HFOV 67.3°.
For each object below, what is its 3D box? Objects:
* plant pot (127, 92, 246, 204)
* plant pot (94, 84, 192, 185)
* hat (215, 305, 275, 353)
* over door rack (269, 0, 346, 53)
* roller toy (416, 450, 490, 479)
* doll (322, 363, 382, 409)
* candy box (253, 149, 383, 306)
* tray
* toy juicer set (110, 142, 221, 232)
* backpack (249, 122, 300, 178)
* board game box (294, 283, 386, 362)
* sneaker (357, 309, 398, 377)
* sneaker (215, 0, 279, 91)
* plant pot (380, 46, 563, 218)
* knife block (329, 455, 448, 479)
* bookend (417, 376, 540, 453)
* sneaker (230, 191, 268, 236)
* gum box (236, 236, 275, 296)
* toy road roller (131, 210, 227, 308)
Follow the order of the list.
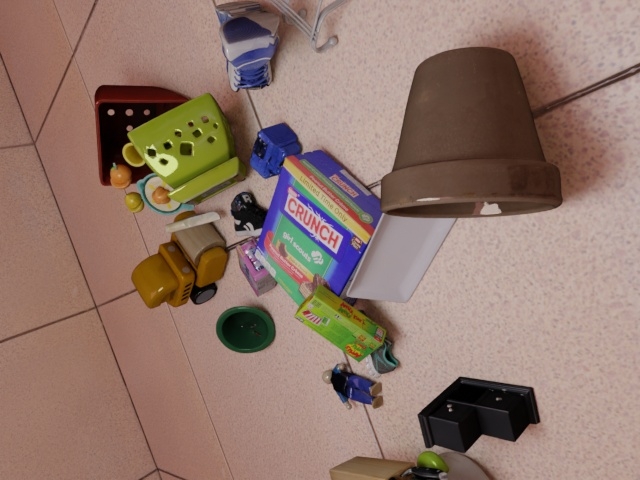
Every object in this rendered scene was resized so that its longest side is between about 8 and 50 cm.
[{"bbox_3d":[-0.319,-0.217,1.243,0.207,0.228,0.227,61,178,-3],"label":"plant pot"},{"bbox_3d":[-0.570,-0.352,1.495,0.236,0.267,0.267,49,137,40],"label":"plant pot"},{"bbox_3d":[-0.237,0.242,1.543,0.208,0.183,0.173,-8,112,7],"label":"hat"},{"bbox_3d":[-0.032,-0.558,0.897,0.239,0.108,0.324,49,156,22],"label":"over door rack"},{"bbox_3d":[0.276,0.563,1.022,0.191,0.146,0.209,45,132,41],"label":"roller toy"},{"bbox_3d":[0.073,0.379,1.243,0.189,0.046,0.129,8,111,45],"label":"doll"},{"bbox_3d":[0.000,0.000,1.105,0.268,0.122,0.317,45,133,23],"label":"candy box"},{"bbox_3d":[0.155,0.021,0.957,0.030,0.145,0.270,-101,24,-47],"label":"tray"},{"bbox_3d":[-0.480,-0.117,1.407,0.209,0.089,0.329,-34,110,25],"label":"toy juicer set"},{"bbox_3d":[-0.114,-0.205,1.164,0.101,0.098,0.120,49,135,17],"label":"backpack"},{"bbox_3d":[0.043,0.183,1.054,0.181,0.043,0.092,36,130,-5],"label":"board game box"},{"bbox_3d":[0.131,0.235,1.122,0.076,0.065,0.167,-21,93,33],"label":"sneaker"},{"bbox_3d":[-0.151,-0.409,1.069,0.315,0.127,0.182,-112,11,-51],"label":"sneaker"},{"bbox_3d":[0.220,-0.156,0.732,0.263,0.263,0.229,-1,88,48],"label":"plant pot"},{"bbox_3d":[0.146,0.499,0.987,0.275,0.088,0.242,40,128,45],"label":"knife block"},{"bbox_3d":[0.294,0.331,0.898,0.156,0.157,0.072,-7,101,49],"label":"bookend"},{"bbox_3d":[-0.183,-0.077,1.306,0.216,0.079,0.121,-5,103,50],"label":"sneaker"},{"bbox_3d":[-0.176,0.075,1.318,0.107,0.062,0.188,57,164,14],"label":"gum box"},{"bbox_3d":[-0.465,0.086,1.559,0.202,0.240,0.330,49,136,21],"label":"toy road roller"}]
